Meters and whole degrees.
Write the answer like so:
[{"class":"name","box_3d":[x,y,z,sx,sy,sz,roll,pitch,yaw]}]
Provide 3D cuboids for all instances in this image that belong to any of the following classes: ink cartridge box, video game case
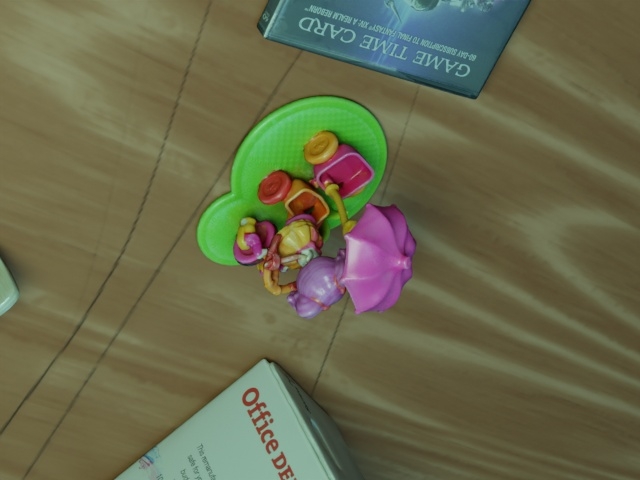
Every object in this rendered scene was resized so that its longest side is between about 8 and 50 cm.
[{"class":"ink cartridge box","box_3d":[-0.088,0.266,1.269,0.278,0.201,0.117,-39,131,6]},{"class":"video game case","box_3d":[0.096,-0.242,1.091,0.196,0.026,0.274,12,119,-31]}]

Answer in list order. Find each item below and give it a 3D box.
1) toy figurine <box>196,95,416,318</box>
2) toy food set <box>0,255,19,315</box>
[{"class":"toy figurine","box_3d":[0.000,0.000,1.139,0.173,0.159,0.130,-39,131,7]},{"class":"toy food set","box_3d":[-0.380,0.010,1.018,0.220,0.092,0.306,-36,131,4]}]
